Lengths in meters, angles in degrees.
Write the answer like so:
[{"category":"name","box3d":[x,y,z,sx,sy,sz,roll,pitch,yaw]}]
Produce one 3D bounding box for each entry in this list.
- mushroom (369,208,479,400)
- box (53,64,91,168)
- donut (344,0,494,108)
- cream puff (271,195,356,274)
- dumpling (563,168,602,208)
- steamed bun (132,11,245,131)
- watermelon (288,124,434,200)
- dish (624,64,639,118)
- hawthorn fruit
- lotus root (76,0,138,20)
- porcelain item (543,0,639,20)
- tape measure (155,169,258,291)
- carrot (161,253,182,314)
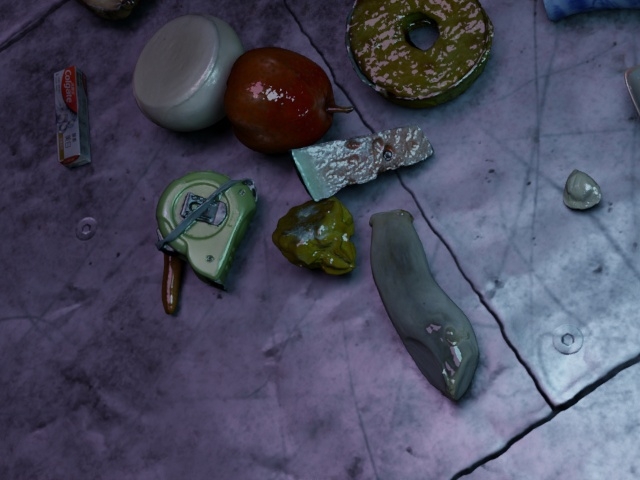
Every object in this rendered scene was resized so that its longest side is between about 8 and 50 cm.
[{"category":"mushroom","box3d":[0.156,0.093,1.534,0.109,0.097,0.351,-29,59,6]},{"category":"box","box3d":[-0.501,-0.250,1.945,0.055,0.039,0.218,-16,64,14]},{"category":"donut","box3d":[0.181,-0.352,1.710,0.272,0.107,0.272,-6,71,19]},{"category":"cream puff","box3d":[0.000,0.000,1.625,0.146,0.116,0.146,-27,24,13]},{"category":"dumpling","box3d":[0.414,-0.078,1.542,0.059,0.043,0.077,-49,62,21]},{"category":"steamed bun","box3d":[-0.233,-0.305,1.811,0.232,0.145,0.232,-15,62,30]},{"category":"watermelon","box3d":[0.073,-0.147,1.667,0.241,0.154,0.094,-15,99,3]},{"category":"dish","box3d":[0.580,-0.192,1.508,0.151,0.077,0.212,-20,63,9]},{"category":"hawthorn fruit","box3d":[-0.052,-0.244,1.702,0.225,0.196,0.196,10,72,9]},{"category":"lotus root","box3d":[-0.488,-0.559,2.055,0.167,0.078,0.329,-34,57,-23]},{"category":"porcelain item","box3d":[0.502,-0.446,1.617,0.259,0.141,0.141,-12,65,25]},{"category":"tape measure","box3d":[-0.203,-0.037,1.698,0.175,0.106,0.200,24,77,5]},{"category":"carrot","box3d":[-0.266,0.016,1.749,0.043,0.043,0.248,-6,68,18]}]
